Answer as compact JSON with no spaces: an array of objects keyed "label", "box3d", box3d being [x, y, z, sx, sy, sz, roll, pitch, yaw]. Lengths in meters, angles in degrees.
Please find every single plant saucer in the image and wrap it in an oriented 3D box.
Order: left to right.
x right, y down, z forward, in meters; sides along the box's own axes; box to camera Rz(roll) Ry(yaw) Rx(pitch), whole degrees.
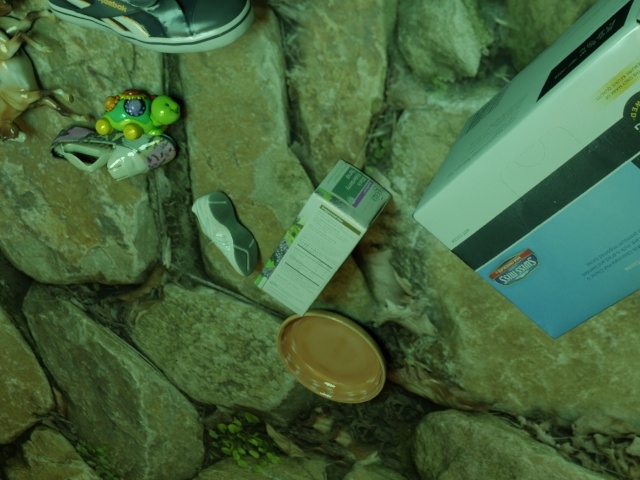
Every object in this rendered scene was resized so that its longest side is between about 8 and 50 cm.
[{"label":"plant saucer","box3d":[0.022,0.189,1.566,0.200,0.037,0.200,16,132,19]}]

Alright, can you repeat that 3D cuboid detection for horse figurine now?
[{"label":"horse figurine","box3d":[-0.463,-0.269,1.446,0.175,0.066,0.263,7,129,24]}]

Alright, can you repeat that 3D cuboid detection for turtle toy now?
[{"label":"turtle toy","box3d":[-0.267,-0.190,1.390,0.130,0.095,0.066,12,110,21]}]

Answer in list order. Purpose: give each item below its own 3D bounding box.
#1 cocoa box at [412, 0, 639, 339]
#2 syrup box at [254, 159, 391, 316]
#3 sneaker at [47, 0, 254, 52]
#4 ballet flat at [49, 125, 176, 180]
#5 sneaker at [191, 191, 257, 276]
[{"label":"cocoa box","box3d":[0.315,-0.099,1.011,0.228,0.231,0.347,40,135,-6]},{"label":"syrup box","box3d":[0.000,0.000,1.379,0.096,0.093,0.237,35,136,1]},{"label":"sneaker","box3d":[-0.243,-0.334,1.209,0.321,0.126,0.127,14,148,22]},{"label":"ballet flat","box3d":[-0.333,-0.135,1.472,0.222,0.079,0.077,9,139,24]},{"label":"sneaker","box3d":[-0.152,-0.010,1.497,0.061,0.054,0.152,-7,116,45]}]
